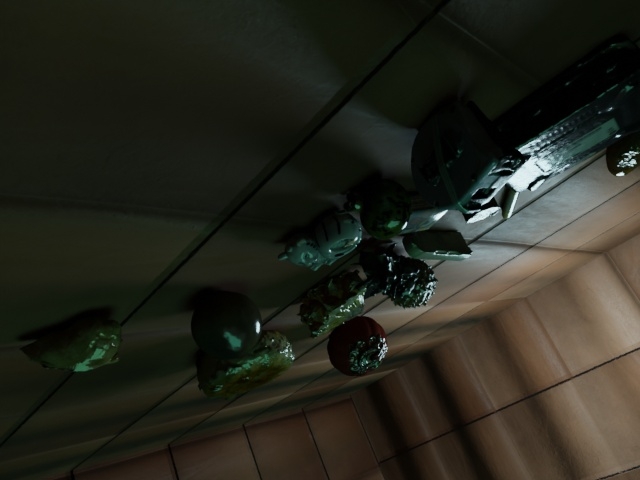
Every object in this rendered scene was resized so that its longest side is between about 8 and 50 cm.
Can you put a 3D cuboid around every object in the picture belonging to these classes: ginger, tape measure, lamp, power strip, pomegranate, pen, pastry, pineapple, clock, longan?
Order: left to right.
[{"bbox_3d":[-0.507,0.204,1.134,0.193,0.115,0.122,2,125,-34],"label":"ginger"},{"bbox_3d":[-0.223,0.200,1.307,0.168,0.167,0.187,-24,136,0],"label":"longan"},{"bbox_3d":[-0.230,0.377,1.707,0.330,0.136,0.329,-20,156,-10],"label":"pastry"},{"bbox_3d":[0.000,0.001,1.175,0.176,0.079,0.117,-36,154,30],"label":"clock"},{"bbox_3d":[0.050,0.179,1.583,0.236,0.114,0.186,-36,154,21],"label":"pineapple"},{"bbox_3d":[0.136,0.382,1.980,0.227,0.226,0.227,-20,157,-9],"label":"lamp"},{"bbox_3d":[0.110,-0.066,1.111,0.162,0.122,0.122,7,153,-3],"label":"pomegranate"},{"bbox_3d":[0.200,0.089,1.469,0.166,0.165,0.364,-31,154,17],"label":"pineapple"},{"bbox_3d":[0.323,0.015,1.523,0.286,0.080,0.048,3,147,-46],"label":"power strip"},{"bbox_3d":[0.241,-0.139,0.971,0.107,0.182,0.181,-6,141,-31],"label":"tape measure"},{"bbox_3d":[0.523,-0.114,1.499,0.040,0.032,0.233,-46,159,-9],"label":"pen"}]

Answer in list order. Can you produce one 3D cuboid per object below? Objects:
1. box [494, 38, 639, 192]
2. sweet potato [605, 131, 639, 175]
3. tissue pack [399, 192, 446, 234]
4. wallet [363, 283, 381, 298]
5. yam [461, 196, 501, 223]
[{"bbox_3d":[0.525,-0.233,1.158,0.359,0.090,0.350,-34,156,27],"label":"box"},{"bbox_3d":[0.772,-0.278,1.299,0.109,0.109,0.385,-19,151,-11],"label":"sweet potato"},{"bbox_3d":[0.211,-0.061,1.270,0.148,0.060,0.108,-9,152,-33],"label":"tissue pack"},{"bbox_3d":[0.097,0.180,1.738,0.244,0.025,0.124,-23,157,0],"label":"wallet"},{"bbox_3d":[0.333,-0.106,1.208,0.084,0.127,0.084,-17,160,-6],"label":"yam"}]
